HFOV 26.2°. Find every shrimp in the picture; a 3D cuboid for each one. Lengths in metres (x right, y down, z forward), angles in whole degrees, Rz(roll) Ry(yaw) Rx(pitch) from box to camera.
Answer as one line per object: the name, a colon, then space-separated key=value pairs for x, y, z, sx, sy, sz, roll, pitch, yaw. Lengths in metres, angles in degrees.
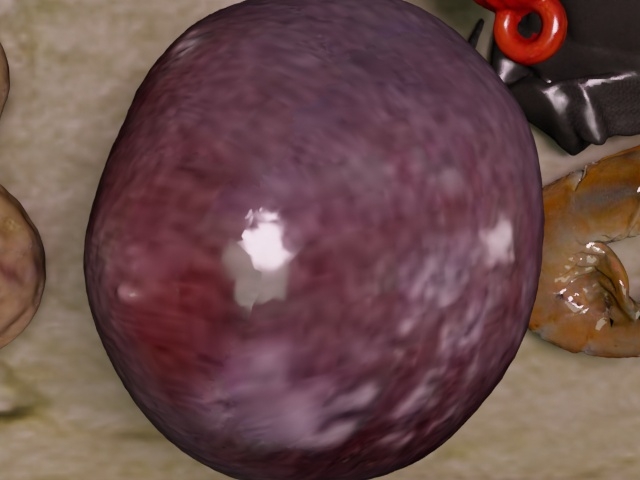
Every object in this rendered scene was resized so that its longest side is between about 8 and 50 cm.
shrimp: x=0.162 y=0.001 z=0.657 sx=0.162 sy=0.045 sz=0.095 roll=-25 pitch=74 yaw=22

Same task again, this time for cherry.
cherry: x=0.000 y=0.000 z=0.590 sx=0.184 sy=0.266 sz=0.213 roll=-1 pitch=103 yaw=32

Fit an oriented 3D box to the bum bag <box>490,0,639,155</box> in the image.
bum bag: x=0.172 y=-0.190 z=0.621 sx=0.142 sy=0.079 sz=0.326 roll=11 pitch=112 yaw=1

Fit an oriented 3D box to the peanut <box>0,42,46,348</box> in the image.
peanut: x=-0.189 y=-0.052 z=0.620 sx=0.104 sy=0.085 sz=0.227 roll=-11 pitch=104 yaw=-6

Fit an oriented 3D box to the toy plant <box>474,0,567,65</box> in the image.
toy plant: x=0.054 y=-0.204 z=0.591 sx=0.155 sy=0.088 sz=0.240 roll=14 pitch=98 yaw=28
